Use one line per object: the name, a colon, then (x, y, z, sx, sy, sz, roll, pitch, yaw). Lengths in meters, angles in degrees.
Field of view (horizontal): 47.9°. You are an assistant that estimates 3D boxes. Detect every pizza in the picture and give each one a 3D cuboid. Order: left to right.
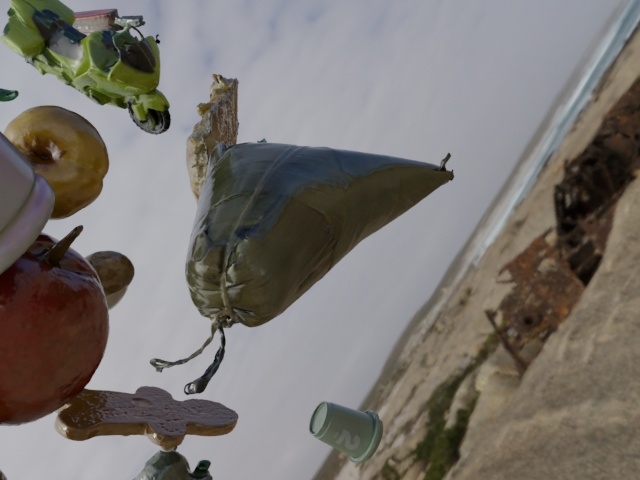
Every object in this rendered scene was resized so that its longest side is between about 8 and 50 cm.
pizza: (-0.220, -0.129, 1.526, 0.435, 0.080, 0.392, -86, -3, -67)

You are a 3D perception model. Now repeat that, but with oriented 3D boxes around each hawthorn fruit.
hawthorn fruit: (-0.428, 0.099, 1.028, 0.330, 0.287, 0.287, -51, -7, 18)

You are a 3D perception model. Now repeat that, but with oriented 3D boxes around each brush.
brush: (-0.574, -0.556, 1.823, 0.070, 0.323, 0.051, -47, -43, -51)

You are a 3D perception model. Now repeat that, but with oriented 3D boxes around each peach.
peach: (-0.409, -0.118, 1.098, 0.179, 0.179, 0.103, -57, -7, -9)

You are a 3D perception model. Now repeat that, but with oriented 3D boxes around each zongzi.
zongzi: (0.000, 0.000, 0.960, 0.447, 0.418, 0.181, -90, -4, -59)

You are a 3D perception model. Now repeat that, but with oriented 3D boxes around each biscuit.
biscuit: (-0.314, 0.324, 1.303, 0.216, 0.340, 0.047, 30, 108, 59)

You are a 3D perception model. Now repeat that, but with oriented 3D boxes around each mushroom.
mushroom: (-0.472, 0.091, 1.531, 0.128, 0.128, 0.350, -54, 11, -22)

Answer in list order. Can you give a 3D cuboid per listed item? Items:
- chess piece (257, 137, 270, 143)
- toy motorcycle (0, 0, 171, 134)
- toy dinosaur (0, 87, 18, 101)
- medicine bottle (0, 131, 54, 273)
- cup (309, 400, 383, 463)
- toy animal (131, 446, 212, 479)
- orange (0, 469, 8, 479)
chess piece: (-0.126, -0.168, 1.509, 0.042, 0.042, 0.093, 5, -82, -79)
toy motorcycle: (-0.415, -0.331, 1.306, 0.142, 0.342, 0.206, -56, -5, -46)
toy dinosaur: (-0.298, -0.136, 0.571, 0.132, 0.096, 0.059, 25, -113, -66)
medicine bottle: (-0.478, -0.102, 0.804, 0.202, 0.202, 0.316, -54, -48, -25)
cup: (0.054, 0.406, 1.560, 0.120, 0.141, 0.120, -53, 17, 24)
toy animal: (-0.237, 0.509, 1.370, 0.127, 0.251, 0.125, -48, -11, 17)
orange: (-0.544, 0.386, 0.957, 0.264, 0.264, 0.264, -56, -11, -16)
